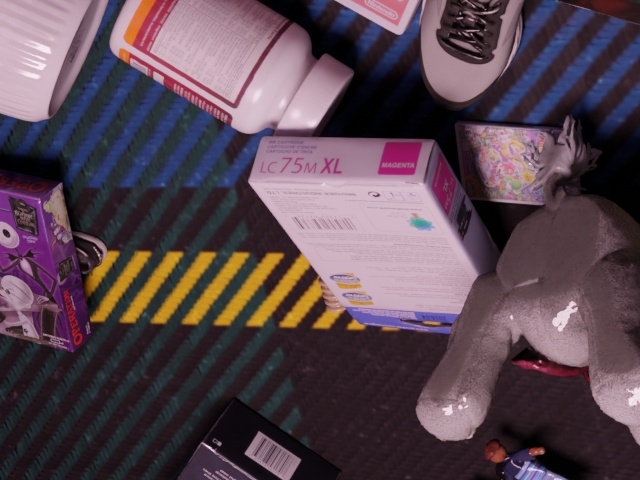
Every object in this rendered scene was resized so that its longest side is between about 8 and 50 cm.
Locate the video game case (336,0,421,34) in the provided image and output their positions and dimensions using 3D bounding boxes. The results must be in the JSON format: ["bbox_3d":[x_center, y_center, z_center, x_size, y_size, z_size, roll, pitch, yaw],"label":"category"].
[{"bbox_3d":[0.040,-0.349,1.792,0.204,0.025,0.285,29,130,5],"label":"video game case"}]

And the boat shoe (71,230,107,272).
[{"bbox_3d":[-0.305,0.008,2.200,0.125,0.038,0.046,18,128,15],"label":"boat shoe"}]

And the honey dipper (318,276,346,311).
[{"bbox_3d":[0.000,0.000,2.054,0.030,0.030,0.160,-4,116,28],"label":"honey dipper"}]

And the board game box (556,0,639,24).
[{"bbox_3d":[0.333,-0.223,1.628,0.260,0.030,0.136,11,138,-33],"label":"board game box"}]

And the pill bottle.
[{"bbox_3d":[-0.086,-0.181,1.907,0.221,0.121,0.121,31,130,3],"label":"pill bottle"}]

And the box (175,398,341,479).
[{"bbox_3d":[-0.087,0.295,2.256,0.156,0.093,0.158,35,129,0],"label":"box"}]

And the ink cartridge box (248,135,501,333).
[{"bbox_3d":[0.073,0.000,1.937,0.186,0.065,0.311,3,150,25],"label":"ink cartridge box"}]

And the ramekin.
[{"bbox_3d":[-0.287,-0.218,1.935,0.109,0.207,0.207,23,130,-2],"label":"ramekin"}]

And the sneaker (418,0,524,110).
[{"bbox_3d":[0.143,-0.228,1.771,0.100,0.108,0.271,24,131,8],"label":"sneaker"}]

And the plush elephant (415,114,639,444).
[{"bbox_3d":[0.277,0.081,1.836,0.272,0.330,0.255,-18,140,37],"label":"plush elephant"}]

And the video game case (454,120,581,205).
[{"bbox_3d":[0.195,-0.075,1.913,0.122,0.011,0.087,5,124,23],"label":"video game case"}]

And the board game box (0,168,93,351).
[{"bbox_3d":[-0.427,0.000,2.222,0.347,0.056,0.208,12,123,29],"label":"board game box"}]

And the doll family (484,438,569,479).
[{"bbox_3d":[0.211,0.278,2.115,0.111,0.076,0.193,34,126,7],"label":"doll family"}]
